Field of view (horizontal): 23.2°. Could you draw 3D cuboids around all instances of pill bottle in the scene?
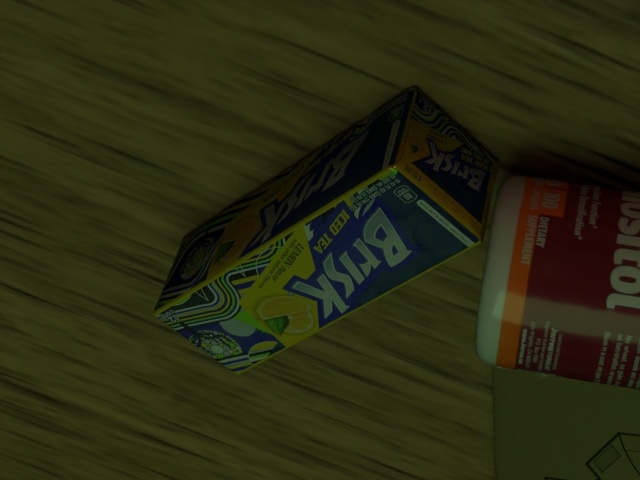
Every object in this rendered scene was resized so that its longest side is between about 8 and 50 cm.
[{"bbox_3d":[0.147,0.023,0.676,0.152,0.086,0.086,8,137,8],"label":"pill bottle"}]

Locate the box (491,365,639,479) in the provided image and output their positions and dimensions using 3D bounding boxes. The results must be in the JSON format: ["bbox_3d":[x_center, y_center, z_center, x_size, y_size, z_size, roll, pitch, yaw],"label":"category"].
[{"bbox_3d":[0.175,0.132,0.831,0.164,0.021,0.201,5,136,13],"label":"box"}]

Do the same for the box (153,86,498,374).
[{"bbox_3d":[0.000,0.000,0.722,0.059,0.054,0.169,39,133,-23],"label":"box"}]
